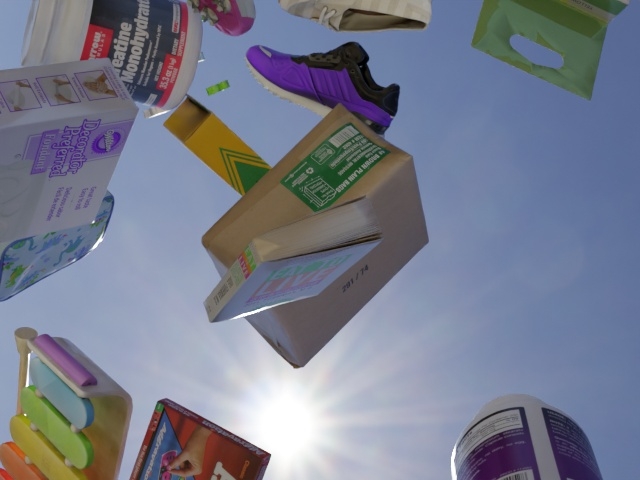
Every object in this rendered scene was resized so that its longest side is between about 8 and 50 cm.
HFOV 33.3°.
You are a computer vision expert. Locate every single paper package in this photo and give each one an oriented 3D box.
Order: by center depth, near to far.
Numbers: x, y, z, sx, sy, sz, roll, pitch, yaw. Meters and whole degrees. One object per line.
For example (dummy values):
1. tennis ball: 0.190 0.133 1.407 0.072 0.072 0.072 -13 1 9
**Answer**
1. paper package: 0.000 0.000 1.725 0.325 0.309 0.168 -44 -116 -13

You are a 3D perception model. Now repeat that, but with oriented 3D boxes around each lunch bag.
1. lunch bag: -0.432 -0.008 1.646 0.090 0.219 0.176 46 -40 15

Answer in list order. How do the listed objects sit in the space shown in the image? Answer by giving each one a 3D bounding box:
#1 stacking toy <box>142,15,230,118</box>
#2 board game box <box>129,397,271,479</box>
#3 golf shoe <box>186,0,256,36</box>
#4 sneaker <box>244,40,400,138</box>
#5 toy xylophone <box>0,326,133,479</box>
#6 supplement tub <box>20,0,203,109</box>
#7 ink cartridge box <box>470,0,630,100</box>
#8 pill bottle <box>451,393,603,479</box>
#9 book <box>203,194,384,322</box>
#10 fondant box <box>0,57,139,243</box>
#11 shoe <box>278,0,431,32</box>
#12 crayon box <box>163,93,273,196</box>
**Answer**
1. stacking toy: -0.287 -0.351 2.117 0.052 0.221 0.167 -9 -76 51
2. board game box: -0.167 0.336 1.217 0.145 0.027 0.281 24 -78 18
3. golf shoe: -0.142 -0.407 1.323 0.115 0.140 0.306 -5 -63 56
4. sneaker: 0.014 -0.298 1.897 0.146 0.293 0.102 -62 175 22
5. toy xylophone: -0.326 0.248 1.286 0.236 0.081 0.322 26 -63 36
6. supplement tub: -0.352 -0.340 1.811 0.191 0.272 0.191 -169 -90 -68
7. ink cartridge box: 0.289 -0.307 1.296 0.056 0.171 0.235 132 -22 -62
8. pill bottle: 0.252 0.312 1.282 0.181 0.181 0.323 -62 -175 18
9. book: -0.025 0.019 0.795 0.035 0.096 0.144 68 -25 13
10. fondant box: -0.415 -0.094 1.320 0.096 0.330 0.238 56 -41 21
11. shoe: 0.050 -0.326 1.499 0.076 0.219 0.058 98 -8 -70
12. crayon box: -0.175 -0.159 2.006 0.081 0.318 0.202 -48 -156 -1
